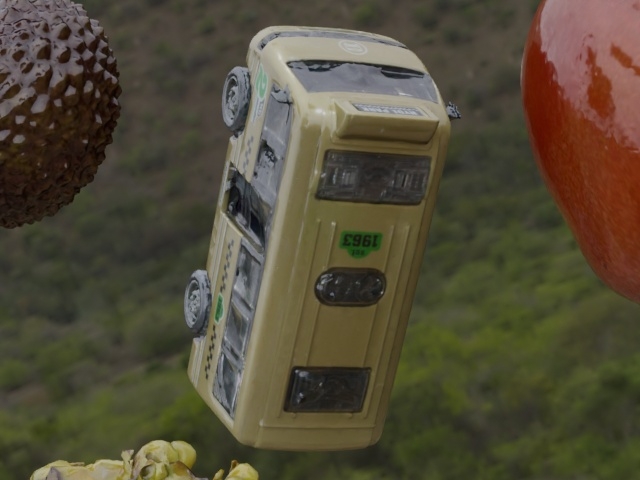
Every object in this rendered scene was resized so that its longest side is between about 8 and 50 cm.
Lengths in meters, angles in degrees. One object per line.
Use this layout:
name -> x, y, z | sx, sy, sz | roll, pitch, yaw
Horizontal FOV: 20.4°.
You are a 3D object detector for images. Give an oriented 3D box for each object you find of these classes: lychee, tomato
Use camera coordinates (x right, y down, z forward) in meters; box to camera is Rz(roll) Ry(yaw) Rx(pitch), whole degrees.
lychee -> -0.233, -0.103, 1.339 | 0.188, 0.188, 0.188 | -19, 18, 7
tomato -> 0.320, -0.096, 1.349 | 0.341, 0.273, 0.341 | 9, 43, -8

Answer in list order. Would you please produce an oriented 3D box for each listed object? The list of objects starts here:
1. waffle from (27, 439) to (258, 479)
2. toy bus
waffle -> -0.148, 0.333, 1.295 | 0.382, 0.380, 0.095 | -17, 5, 15
toy bus -> 0.000, 0.000, 1.616 | 0.177, 0.365, 0.202 | 2, 23, -22
